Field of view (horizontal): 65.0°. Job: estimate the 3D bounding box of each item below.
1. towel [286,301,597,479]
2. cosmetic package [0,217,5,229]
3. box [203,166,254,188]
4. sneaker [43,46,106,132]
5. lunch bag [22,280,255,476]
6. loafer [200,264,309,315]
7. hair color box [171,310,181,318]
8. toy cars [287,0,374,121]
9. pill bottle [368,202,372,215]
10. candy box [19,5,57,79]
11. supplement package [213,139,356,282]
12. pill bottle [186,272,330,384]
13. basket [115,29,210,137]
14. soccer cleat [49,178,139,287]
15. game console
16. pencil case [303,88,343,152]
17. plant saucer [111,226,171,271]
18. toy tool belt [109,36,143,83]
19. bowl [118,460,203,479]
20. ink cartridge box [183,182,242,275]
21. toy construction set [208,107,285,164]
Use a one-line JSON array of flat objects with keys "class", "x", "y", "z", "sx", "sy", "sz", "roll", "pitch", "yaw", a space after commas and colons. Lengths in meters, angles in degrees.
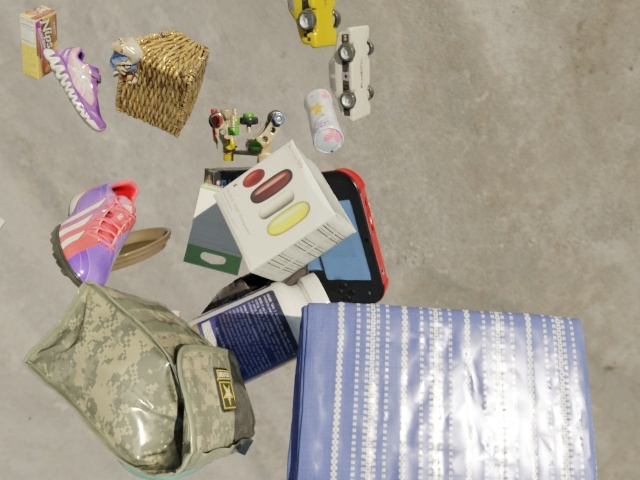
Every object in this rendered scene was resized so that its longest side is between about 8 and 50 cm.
[{"class": "towel", "x": 0.134, "y": 0.197, "z": 0.561, "sx": 0.335, "sy": 0.244, "sz": 0.040, "roll": 4, "pitch": 165, "yaw": -3}, {"class": "cosmetic package", "x": -0.511, "y": 0.040, "z": 0.655, "sx": 0.085, "sy": 0.231, "sz": 0.117, "roll": 36, "pitch": 102, "yaw": -27}, {"class": "box", "x": -0.312, "y": -0.130, "z": 1.915, "sx": 0.293, "sy": 0.073, "sz": 0.296, "roll": -10, "pitch": 113, "yaw": -44}, {"class": "sneaker", "x": -0.604, "y": -0.395, "z": 1.289, "sx": 0.104, "sy": 0.095, "sz": 0.237, "roll": -30, "pitch": 95, "yaw": -19}, {"class": "lunch bag", "x": -0.228, "y": 0.209, "z": 0.737, "sx": 0.169, "sy": 0.287, "sz": 0.235, "roll": -53, "pitch": 162, "yaw": -5}, {"class": "loafer", "x": -0.153, "y": 0.108, "z": 1.152, "sx": 0.302, "sy": 0.109, "sz": 0.095, "roll": -32, "pitch": 152, "yaw": -27}, {"class": "hair color box", "x": -0.308, "y": 0.201, "z": 0.947, "sx": 0.071, "sy": 0.141, "sz": 0.043, "roll": 5, "pitch": 141, "yaw": -7}, {"class": "toy cars", "x": 0.016, "y": -0.403, "z": 0.992, "sx": 0.394, "sy": 0.087, "sz": 0.177, "roll": 49, "pitch": 58, "yaw": -54}, {"class": "pill bottle", "x": 0.163, "y": -0.073, "z": 1.935, "sx": 0.078, "sy": 0.137, "sz": 0.078, "roll": -7, "pitch": 160, "yaw": -2}, {"class": "candy box", "x": -0.851, "y": -0.600, "z": 1.525, "sx": 0.053, "sy": 0.109, "sz": 0.187, "roll": 21, "pitch": 128, "yaw": -4}, {"class": "supplement package", "x": -0.073, "y": -0.055, "z": 1.043, "sx": 0.203, "sy": 0.194, "sz": 0.149, "roll": -34, "pitch": 159, "yaw": 10}, {"class": "pill bottle", "x": -0.107, "y": 0.170, "z": 0.950, "sx": 0.264, "sy": 0.153, "sz": 0.153, "roll": -24, "pitch": 124, "yaw": -6}, {"class": "basket", "x": -0.501, "y": -0.524, "z": 1.608, "sx": 0.222, "sy": 0.214, "sz": 0.299, "roll": 23, "pitch": 145, "yaw": -11}, {"class": "soccer cleat", "x": -0.382, "y": -0.024, "z": 0.884, "sx": 0.116, "sy": 0.318, "sz": 0.109, "roll": -30, "pitch": 122, "yaw": -1}, {"class": "game console", "x": 0.000, "y": 0.000, "z": 1.387, "sx": 0.341, "sy": 0.060, "sz": 0.387, "roll": -4, "pitch": 111, "yaw": 32}, {"class": "pencil case", "x": 0.010, "y": -0.442, "z": 1.857, "sx": 0.113, "sy": 0.273, "sz": 0.124, "roll": -23, "pitch": 135, "yaw": 13}, {"class": "plant saucer", "x": -0.527, "y": 0.028, "z": 1.326, "sx": 0.277, "sy": 0.278, "sz": 0.041, "roll": -15, "pitch": 107, "yaw": -4}, {"class": "toy tool belt", "x": -0.339, "y": -0.304, "z": 0.854, "sx": 0.051, "sy": 0.052, "sz": 0.083, "roll": -29, "pitch": 164, "yaw": -43}, {"class": "bowl", "x": -0.391, "y": 0.432, "z": 1.306, "sx": 0.311, "sy": 0.312, "sz": 0.163, "roll": -1, "pitch": 131, "yaw": -13}, {"class": "ink cartridge box", "x": -0.290, "y": -0.033, "z": 1.472, "sx": 0.171, "sy": 0.056, "sz": 0.235, "roll": 15, "pitch": 102, "yaw": -6}, {"class": "toy construction set", "x": -0.268, "y": -0.321, "z": 1.711, "sx": 0.257, "sy": 0.308, "sz": 0.238, "roll": -16, "pitch": 114, "yaw": -38}]
